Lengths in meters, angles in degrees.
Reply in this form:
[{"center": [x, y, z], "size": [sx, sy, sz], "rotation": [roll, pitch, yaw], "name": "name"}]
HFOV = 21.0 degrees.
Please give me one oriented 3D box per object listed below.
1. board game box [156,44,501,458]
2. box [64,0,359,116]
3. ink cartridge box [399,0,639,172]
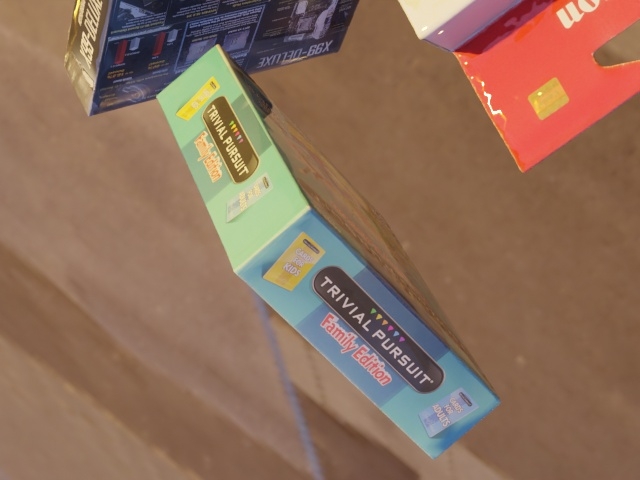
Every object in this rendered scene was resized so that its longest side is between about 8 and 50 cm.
[{"center": [0.000, 0.000, 1.455], "size": [0.254, 0.079, 0.336], "rotation": [45, -172, -31], "name": "board game box"}, {"center": [-0.098, -0.256, 1.772], "size": [0.076, 0.307, 0.242], "rotation": [63, 155, 22], "name": "box"}, {"center": [0.204, -0.244, 1.382], "size": [0.066, 0.296, 0.261], "rotation": [12, -134, -58], "name": "ink cartridge box"}]
